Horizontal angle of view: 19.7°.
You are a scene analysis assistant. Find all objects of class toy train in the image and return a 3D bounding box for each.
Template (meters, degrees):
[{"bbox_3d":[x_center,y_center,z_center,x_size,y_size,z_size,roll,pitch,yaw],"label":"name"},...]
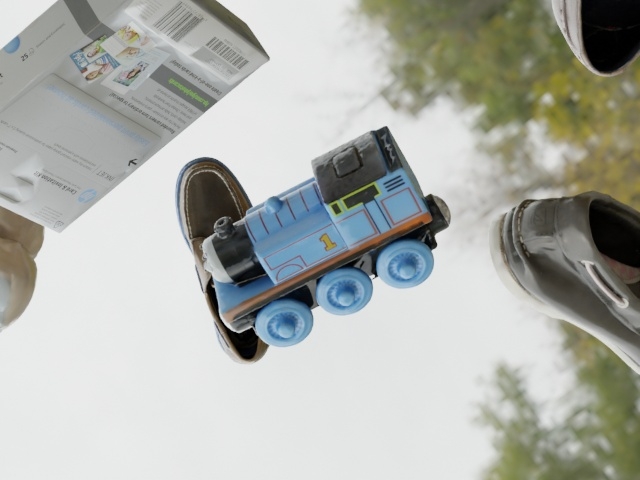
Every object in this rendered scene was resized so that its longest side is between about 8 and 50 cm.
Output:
[{"bbox_3d":[0.000,0.000,1.319,0.105,0.184,0.080,59,-171,-33],"label":"toy train"}]

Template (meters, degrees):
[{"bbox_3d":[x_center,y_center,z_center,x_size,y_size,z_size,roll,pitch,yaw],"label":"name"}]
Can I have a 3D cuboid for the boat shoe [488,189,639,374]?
[{"bbox_3d":[0.281,0.043,1.552,0.335,0.095,0.112,22,-124,-40],"label":"boat shoe"}]

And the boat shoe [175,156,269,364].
[{"bbox_3d":[-0.076,0.018,1.568,0.066,0.066,0.183,-125,17,-77],"label":"boat shoe"}]

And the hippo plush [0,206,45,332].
[{"bbox_3d":[-0.388,-0.017,1.524,0.236,0.294,0.234,49,-121,-30],"label":"hippo plush"}]

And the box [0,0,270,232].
[{"bbox_3d":[-0.141,-0.091,1.148,0.038,0.186,0.145,57,-167,29],"label":"box"}]

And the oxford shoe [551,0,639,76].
[{"bbox_3d":[0.239,-0.264,1.144,0.130,0.363,0.132,13,-143,-2],"label":"oxford shoe"}]
